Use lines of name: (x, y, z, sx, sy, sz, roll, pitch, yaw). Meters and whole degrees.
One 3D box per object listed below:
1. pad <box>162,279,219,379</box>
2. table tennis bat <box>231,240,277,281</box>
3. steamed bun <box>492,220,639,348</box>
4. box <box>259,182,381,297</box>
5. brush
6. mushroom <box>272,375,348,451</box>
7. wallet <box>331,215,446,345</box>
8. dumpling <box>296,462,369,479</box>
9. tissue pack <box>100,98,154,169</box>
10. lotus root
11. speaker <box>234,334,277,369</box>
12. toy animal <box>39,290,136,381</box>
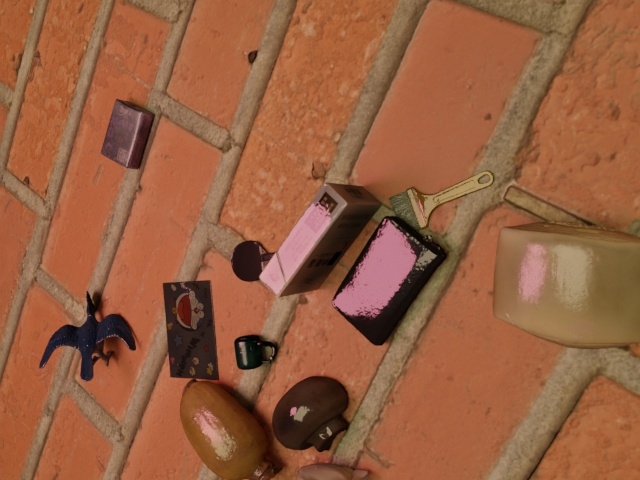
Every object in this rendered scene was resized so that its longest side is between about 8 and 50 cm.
pad: (-0.326, 0.224, 1.442, 0.170, 0.006, 0.246, -5, 89, 31)
table tennis bat: (-0.145, 0.044, 1.319, 0.158, 0.014, 0.095, -11, 85, 33)
steamed bun: (0.395, 0.071, 0.908, 0.250, 0.154, 0.200, 7, 96, 34)
box: (0.000, 0.000, 1.147, 0.067, 0.155, 0.243, 46, 112, 23)
brush: (0.230, -0.081, 1.087, 0.205, 0.011, 0.083, -23, 81, 29)
mushroom: (-0.035, 0.374, 1.218, 0.141, 0.117, 0.188, 52, 121, 32)
wallet: (0.129, 0.074, 1.134, 0.149, 0.044, 0.250, 40, 114, 23)
dumpling: (0.004, 0.514, 1.181, 0.199, 0.136, 0.119, -29, 70, 18)
tissue pack: (-0.504, -0.277, 1.504, 0.112, 0.051, 0.156, 28, 106, 25)
lotus root: (-0.221, 0.435, 1.313, 0.303, 0.130, 0.146, 41, 113, 23)
speaker: (-0.149, 0.252, 1.302, 0.094, 0.060, 0.076, -10, 88, 31)
toy animal: (-0.622, 0.261, 1.539, 0.255, 0.239, 0.177, -123, 20, -62)
